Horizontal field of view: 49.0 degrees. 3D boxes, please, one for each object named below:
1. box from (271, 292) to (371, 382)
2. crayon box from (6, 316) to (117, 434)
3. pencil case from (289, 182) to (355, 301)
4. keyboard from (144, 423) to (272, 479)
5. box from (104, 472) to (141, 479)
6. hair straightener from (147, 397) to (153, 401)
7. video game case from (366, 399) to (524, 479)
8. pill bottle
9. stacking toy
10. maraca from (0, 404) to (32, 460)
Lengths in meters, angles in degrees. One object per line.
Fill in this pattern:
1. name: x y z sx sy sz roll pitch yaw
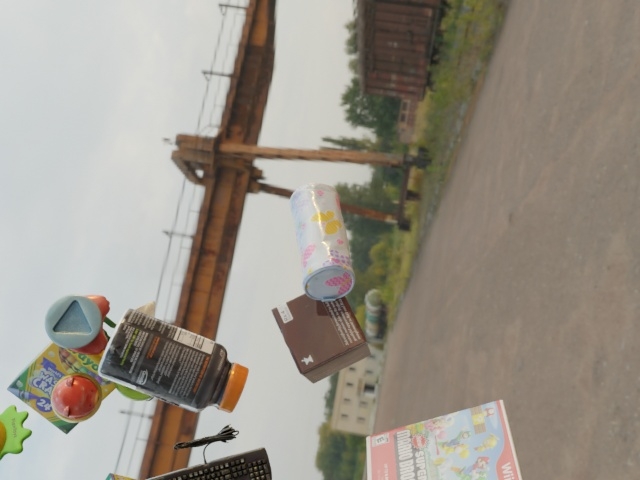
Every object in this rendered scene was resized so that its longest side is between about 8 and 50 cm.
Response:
1. box: 0.007 0.218 1.646 0.203 0.167 0.168 69 175 -72
2. crayon box: -0.644 0.343 1.856 0.323 0.203 0.083 -43 14 17
3. pencil case: 0.000 0.000 1.531 0.273 0.114 0.124 -101 25 -42
4. keyboard: -0.290 0.587 1.795 0.033 0.317 0.201 106 148 -59
5. box: -0.407 0.601 1.619 0.043 0.179 0.105 -56 37 2
6. hair straightener: -0.414 0.373 1.862 0.047 0.230 0.089 50 -145 -23
7. video game case: 0.222 0.415 1.309 0.204 0.285 0.025 -86 -27 -56
8. pill bottle: -0.254 0.223 1.245 0.130 0.246 0.130 -156 90 -82
9. stacking toy: -0.520 0.270 1.692 0.130 0.280 0.308 131 132 -72
10. maraca: -0.647 0.387 1.344 0.099 0.186 0.127 81 164 -56
